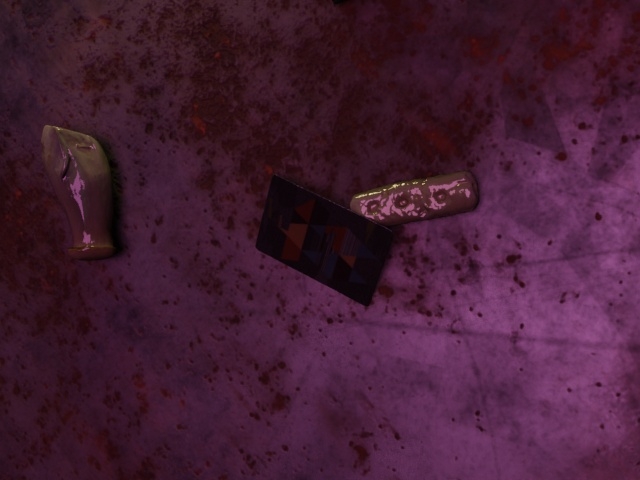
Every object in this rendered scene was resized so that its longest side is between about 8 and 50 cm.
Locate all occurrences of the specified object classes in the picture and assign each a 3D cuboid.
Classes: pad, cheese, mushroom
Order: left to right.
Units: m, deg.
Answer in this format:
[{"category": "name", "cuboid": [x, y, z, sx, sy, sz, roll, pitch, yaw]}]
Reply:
[{"category": "mushroom", "cuboid": [-0.400, -0.086, 1.364, 0.108, 0.096, 0.247, -16, 91, -5]}, {"category": "pad", "cuboid": [0.000, 0.000, 1.242, 0.211, 0.003, 0.143, 26, 121, 18]}, {"category": "cheese", "cuboid": [0.135, -0.058, 1.192, 0.193, 0.043, 0.065, -12, 85, 23]}]

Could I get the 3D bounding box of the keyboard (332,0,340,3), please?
[{"category": "keyboard", "cuboid": [0.108, -0.432, 1.072, 0.381, 0.041, 0.104, -17, 84, 63]}]
